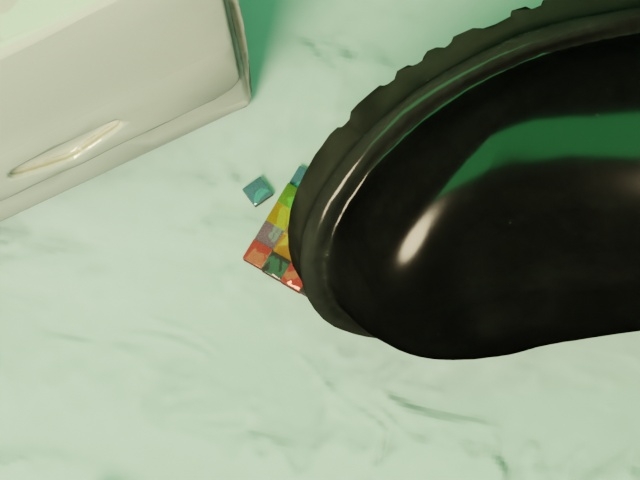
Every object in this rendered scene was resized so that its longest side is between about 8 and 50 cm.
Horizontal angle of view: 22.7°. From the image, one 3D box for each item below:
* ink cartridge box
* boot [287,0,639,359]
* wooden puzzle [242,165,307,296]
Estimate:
[{"bbox_3d":[-0.154,-0.142,0.650,0.171,0.168,0.233,-27,77,-4],"label":"ink cartridge box"},{"bbox_3d":[0.177,0.012,0.559,0.348,0.131,0.260,-19,40,-2],"label":"boot"},{"bbox_3d":[0.000,0.000,0.697,0.083,0.006,0.049,30,81,8],"label":"wooden puzzle"}]
